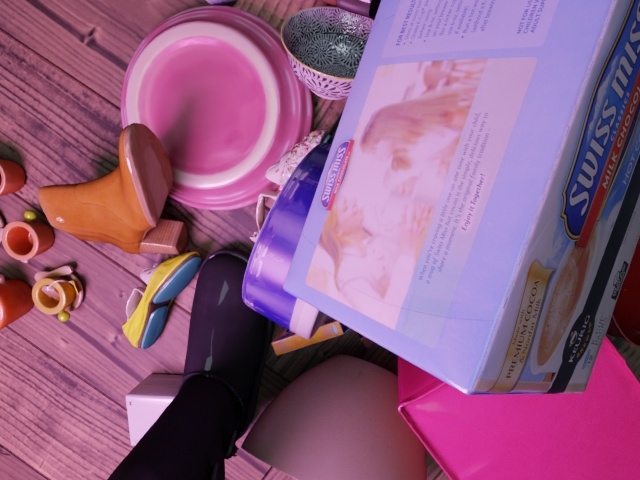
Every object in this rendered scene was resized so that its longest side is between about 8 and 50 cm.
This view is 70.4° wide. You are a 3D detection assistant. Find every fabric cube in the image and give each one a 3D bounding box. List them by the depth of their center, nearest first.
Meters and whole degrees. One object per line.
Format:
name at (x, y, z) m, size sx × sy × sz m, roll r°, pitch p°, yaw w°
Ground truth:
fabric cube at (0.278, 0.207, 0.647) m, size 0.254 × 0.258 × 0.259 m, roll -35°, pitch 92°, yaw 13°

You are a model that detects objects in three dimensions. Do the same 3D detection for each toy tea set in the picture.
toy tea set at (-0.588, 0.017, 0.813) m, size 0.200 × 0.124 × 0.335 m, roll -20°, pitch 96°, yaw 11°

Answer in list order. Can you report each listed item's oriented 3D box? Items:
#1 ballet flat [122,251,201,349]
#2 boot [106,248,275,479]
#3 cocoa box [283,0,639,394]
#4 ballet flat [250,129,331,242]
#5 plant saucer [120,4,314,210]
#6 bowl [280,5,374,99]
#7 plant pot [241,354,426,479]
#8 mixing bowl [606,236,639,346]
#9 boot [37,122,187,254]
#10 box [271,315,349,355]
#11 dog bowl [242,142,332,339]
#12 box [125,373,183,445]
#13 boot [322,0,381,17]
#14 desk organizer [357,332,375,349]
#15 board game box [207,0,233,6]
ballet flat at (-0.293, 0.094, 0.804) m, size 0.077 × 0.077 × 0.230 m, roll 40°, pitch 113°, yaw 15°
boot at (-0.185, 0.228, 0.623) m, size 0.146 × 0.445 × 0.366 m, roll 3°, pitch 100°, yaw 8°
cocoa box at (0.159, -0.059, 0.443) m, size 0.232 × 0.228 × 0.346 m, roll 21°, pitch 93°, yaw 47°
ballet flat at (-0.057, -0.071, 0.711) m, size 0.077 × 0.091 × 0.240 m, roll 26°, pitch 120°, yaw 6°
plant saucer at (-0.179, -0.211, 0.736) m, size 0.333 × 0.084 × 0.331 m, roll 1°, pitch 99°, yaw 8°
bowl at (0.022, -0.267, 0.683) m, size 0.170 × 0.080 × 0.170 m, roll 5°, pitch 57°, yaw -7°
plant pot at (0.047, 0.295, 0.714) m, size 0.284 × 0.284 × 0.190 m, roll 25°, pitch 67°, yaw 4°
mixing bowl at (0.423, 0.060, 0.665) m, size 0.182 × 0.098 × 0.181 m, roll 3°, pitch 84°, yaw -28°
boot at (-0.339, -0.069, 0.703) m, size 0.212 × 0.295 × 0.104 m, roll 8°, pitch 56°, yaw 1°
box at (-0.009, 0.150, 0.770) m, size 0.136 × 0.081 × 0.028 m, roll -22°, pitch 95°, yaw 11°
dog bowl at (0.000, 0.000, 0.649) m, size 0.104 × 0.265 × 0.264 m, roll 27°, pitch 102°, yaw 9°
box at (-0.286, 0.311, 0.835) m, size 0.101 × 0.087 × 0.101 m, roll 0°, pitch 99°, yaw 9°
boot at (0.000, -0.477, 0.613) m, size 0.281 × 0.096 × 0.263 m, roll 29°, pitch 112°, yaw 9°
desk organizer at (0.112, 0.119, 0.765) m, size 0.130 × 0.047 × 0.050 m, roll -43°, pitch 89°, yaw 12°
board game box at (-0.073, -0.565, 0.669) m, size 0.319 × 0.066 × 0.318 m, roll -15°, pitch 97°, yaw 11°
